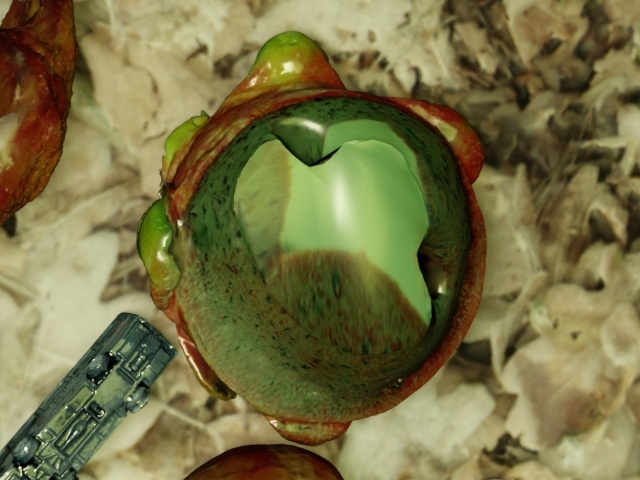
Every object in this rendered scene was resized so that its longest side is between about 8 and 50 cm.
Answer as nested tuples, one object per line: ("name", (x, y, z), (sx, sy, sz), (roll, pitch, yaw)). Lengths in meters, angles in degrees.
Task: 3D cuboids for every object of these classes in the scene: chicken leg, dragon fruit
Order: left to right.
("chicken leg", (-0.236, -0.088, 1.288), (0.158, 0.096, 0.407), (31, 79, 19))
("dragon fruit", (0.000, 0.000, 1.382), (0.268, 0.130, 0.295), (-14, 100, -14))

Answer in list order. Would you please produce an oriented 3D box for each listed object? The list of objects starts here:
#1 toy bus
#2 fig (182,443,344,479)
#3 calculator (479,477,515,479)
("toy bus", (-0.170, 0.124, 1.355), (0.047, 0.065, 0.166), (45, 77, -19))
("fig", (-0.048, 0.246, 1.355), (0.205, 0.205, 0.205), (-2, 95, -21))
("calculator", (0.141, 0.268, 1.504), (0.100, 0.032, 0.175), (-27, 104, -16))
